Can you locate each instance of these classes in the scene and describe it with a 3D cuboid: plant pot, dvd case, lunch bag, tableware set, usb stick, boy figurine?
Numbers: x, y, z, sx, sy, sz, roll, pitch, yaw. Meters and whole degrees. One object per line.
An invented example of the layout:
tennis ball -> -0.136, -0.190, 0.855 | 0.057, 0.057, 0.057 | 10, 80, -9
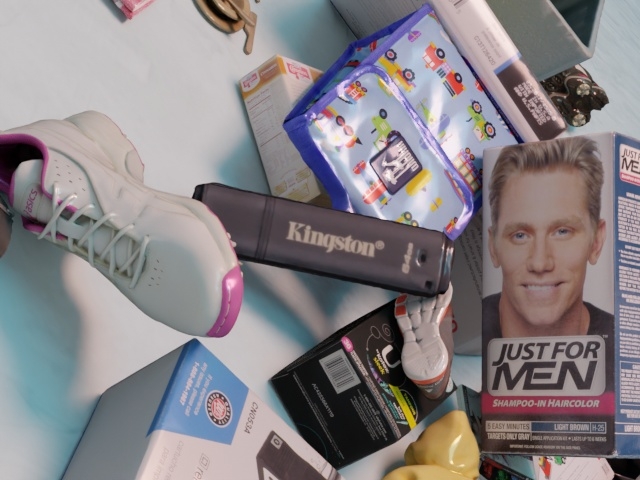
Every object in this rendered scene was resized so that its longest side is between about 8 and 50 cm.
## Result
plant pot -> 0.220, -0.338, 1.971 | 0.247, 0.252, 0.248 | 49, 33, -17
dvd case -> 0.201, 0.222, 1.601 | 0.119, 0.013, 0.087 | 29, 41, -35
lunch bag -> 0.076, -0.097, 1.588 | 0.221, 0.138, 0.293 | 55, 42, -13
tableware set -> -0.109, -0.332, 1.711 | 0.128, 0.039, 0.194 | 39, 37, -29
usb stick -> 0.000, 0.000, 1.442 | 0.278, 0.045, 0.077 | 12, 68, -6
boy figurine -> 0.113, 0.296, 1.431 | 0.177, 0.092, 0.285 | 13, 45, -8

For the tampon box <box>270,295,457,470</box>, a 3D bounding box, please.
tampon box -> 0.048, 0.149, 1.466 | 0.120, 0.101, 0.161 | 60, 31, 0

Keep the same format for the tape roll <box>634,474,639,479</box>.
tape roll -> 0.481, 0.383, 1.737 | 0.246, 0.169, 0.246 | 21, 37, -16

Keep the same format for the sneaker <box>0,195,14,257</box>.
sneaker -> -0.333, -0.080, 1.172 | 0.118, 0.083, 0.222 | 42, 24, -59

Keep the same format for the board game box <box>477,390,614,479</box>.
board game box -> 0.243, 0.269, 1.682 | 0.193, 0.053, 0.305 | 59, 32, 2

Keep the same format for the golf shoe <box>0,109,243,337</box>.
golf shoe -> -0.187, -0.010, 1.203 | 0.140, 0.115, 0.306 | -2, 31, -44

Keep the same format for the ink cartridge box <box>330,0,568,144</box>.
ink cartridge box -> 0.157, -0.235, 1.790 | 0.303, 0.072, 0.307 | 53, -10, -8

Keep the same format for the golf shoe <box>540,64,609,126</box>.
golf shoe -> 0.360, -0.293, 2.297 | 0.273, 0.105, 0.120 | 40, 20, -38

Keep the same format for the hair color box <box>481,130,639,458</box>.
hair color box -> 0.273, 0.065, 1.549 | 0.105, 0.174, 0.347 | 11, 77, -49

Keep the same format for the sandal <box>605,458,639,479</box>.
sandal -> 0.413, 0.308, 1.884 | 0.254, 0.054, 0.097 | 36, 39, -32

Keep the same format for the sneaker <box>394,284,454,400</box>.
sneaker -> 0.112, 0.103, 1.461 | 0.158, 0.061, 0.065 | -79, 155, -46

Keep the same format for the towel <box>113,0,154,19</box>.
towel -> -0.244, -0.344, 1.549 | 0.197, 0.029, 0.144 | 49, 33, -12

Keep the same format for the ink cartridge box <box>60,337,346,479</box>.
ink cartridge box -> -0.070, 0.272, 1.173 | 0.307, 0.129, 0.223 | 46, 33, -20

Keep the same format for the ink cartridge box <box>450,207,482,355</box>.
ink cartridge box -> 0.242, 0.018, 1.719 | 0.100, 0.237, 0.172 | 13, 54, -53

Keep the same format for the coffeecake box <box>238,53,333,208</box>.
coffeecake box -> -0.006, -0.110, 1.638 | 0.142, 0.068, 0.185 | 13, 54, -51
